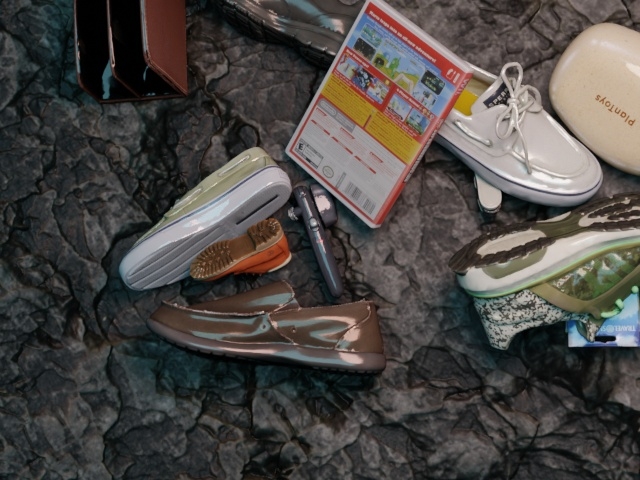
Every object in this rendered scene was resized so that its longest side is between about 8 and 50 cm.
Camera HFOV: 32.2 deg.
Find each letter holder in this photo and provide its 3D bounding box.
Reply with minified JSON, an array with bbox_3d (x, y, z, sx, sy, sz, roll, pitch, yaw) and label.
[{"bbox_3d":[-0.310,-0.390,1.732,0.152,0.214,0.301,-3,82,8],"label":"letter holder"}]

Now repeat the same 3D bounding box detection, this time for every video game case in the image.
[{"bbox_3d":[0.081,-0.190,1.661,0.204,0.025,0.285,42,118,24],"label":"video game case"}]

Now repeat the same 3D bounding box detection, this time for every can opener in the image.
[{"bbox_3d":[0.000,0.000,1.712,0.073,0.059,0.186,-17,80,5],"label":"can opener"}]

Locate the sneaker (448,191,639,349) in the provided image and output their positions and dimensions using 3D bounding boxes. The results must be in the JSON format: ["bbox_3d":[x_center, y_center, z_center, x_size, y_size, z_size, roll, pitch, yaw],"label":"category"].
[{"bbox_3d":[0.397,0.050,1.590,0.410,0.158,0.182,-13,111,5],"label":"sneaker"}]

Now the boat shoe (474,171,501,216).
[{"bbox_3d":[0.257,-0.095,1.696,0.046,0.038,0.125,-4,62,3],"label":"boat shoe"}]

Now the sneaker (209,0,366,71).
[{"bbox_3d":[-0.053,-0.372,1.760,0.286,0.109,0.130,26,80,2],"label":"sneaker"}]

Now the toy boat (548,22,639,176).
[{"bbox_3d":[0.502,-0.246,1.605,0.267,0.148,0.318,45,125,13],"label":"toy boat"}]

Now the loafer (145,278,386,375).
[{"bbox_3d":[-0.078,0.124,1.682,0.366,0.134,0.130,7,79,-1],"label":"loafer"}]

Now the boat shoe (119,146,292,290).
[{"bbox_3d":[-0.186,-0.032,1.735,0.302,0.109,0.094,-32,56,-2],"label":"boat shoe"}]

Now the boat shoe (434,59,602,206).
[{"bbox_3d":[0.262,-0.193,1.637,0.367,0.156,0.136,35,64,15],"label":"boat shoe"}]

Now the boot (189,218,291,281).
[{"bbox_3d":[-0.120,0.034,1.713,0.158,0.084,0.059,-24,48,3],"label":"boot"}]

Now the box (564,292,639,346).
[{"bbox_3d":[0.416,0.069,1.649,0.109,0.042,0.178,-1,82,9],"label":"box"}]
